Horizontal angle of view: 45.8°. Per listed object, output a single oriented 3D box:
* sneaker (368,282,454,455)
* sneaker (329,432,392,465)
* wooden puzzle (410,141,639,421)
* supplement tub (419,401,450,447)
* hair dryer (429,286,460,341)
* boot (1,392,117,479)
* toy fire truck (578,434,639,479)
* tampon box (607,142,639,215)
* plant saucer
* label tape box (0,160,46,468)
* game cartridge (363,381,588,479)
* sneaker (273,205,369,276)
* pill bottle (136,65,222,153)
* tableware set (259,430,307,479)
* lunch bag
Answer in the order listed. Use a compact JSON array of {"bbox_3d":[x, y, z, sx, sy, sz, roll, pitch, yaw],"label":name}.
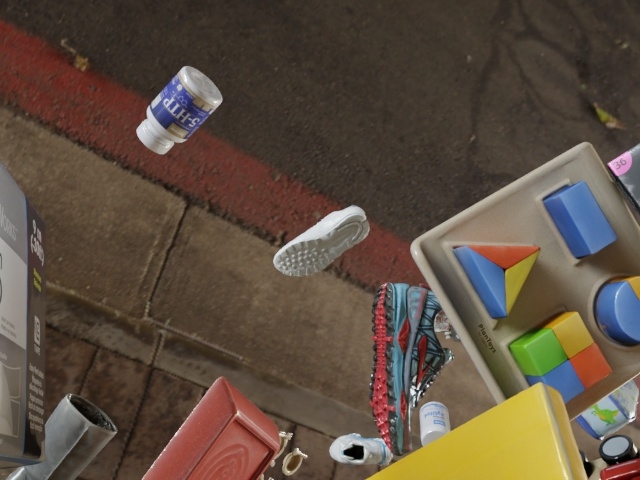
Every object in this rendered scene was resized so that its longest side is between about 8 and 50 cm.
[{"bbox_3d":[0.146,0.195,1.141,0.125,0.104,0.261,1,93,-13],"label":"sneaker"},{"bbox_3d":[0.070,0.470,1.700,0.083,0.191,0.071,8,73,-35],"label":"sneaker"},{"bbox_3d":[0.340,0.063,1.041,0.348,0.080,0.322,-29,88,-18],"label":"wooden puzzle"},{"bbox_3d":[0.268,0.436,1.773,0.071,0.071,0.107,43,21,-16],"label":"supplement tub"},{"bbox_3d":[0.282,0.130,1.934,0.224,0.080,0.293,11,36,12],"label":"hair dryer"},{"bbox_3d":[-0.405,0.382,1.243,0.190,0.076,0.208,42,88,-11],"label":"boot"},{"bbox_3d":[0.420,0.431,1.180,0.158,0.217,0.246,58,23,-16],"label":"toy fire truck"},{"bbox_3d":[0.494,-0.063,1.034,0.101,0.120,0.161,27,32,-59],"label":"tampon box"},{"bbox_3d":[-0.169,0.368,1.173,0.258,0.048,0.259,-53,149,-16],"label":"plant saucer"},{"bbox_3d":[-0.290,0.003,0.584,0.106,0.240,0.333,-4,73,-8],"label":"label tape box"},{"bbox_3d":[0.167,0.347,0.780,0.053,0.285,0.323,31,36,-31],"label":"game cartridge"},{"bbox_3d":[0.000,0.000,1.722,0.090,0.235,0.095,61,5,-30],"label":"sneaker"},{"bbox_3d":[-0.318,-0.283,1.681,0.112,0.187,0.112,40,21,-19],"label":"pill bottle"},{"bbox_3d":[-0.095,0.463,1.512,0.168,0.020,0.141,-54,140,-13],"label":"tableware set"},{"bbox_3d":[0.476,0.244,1.349,0.176,0.090,0.219,52,24,10],"label":"lunch bag"}]
